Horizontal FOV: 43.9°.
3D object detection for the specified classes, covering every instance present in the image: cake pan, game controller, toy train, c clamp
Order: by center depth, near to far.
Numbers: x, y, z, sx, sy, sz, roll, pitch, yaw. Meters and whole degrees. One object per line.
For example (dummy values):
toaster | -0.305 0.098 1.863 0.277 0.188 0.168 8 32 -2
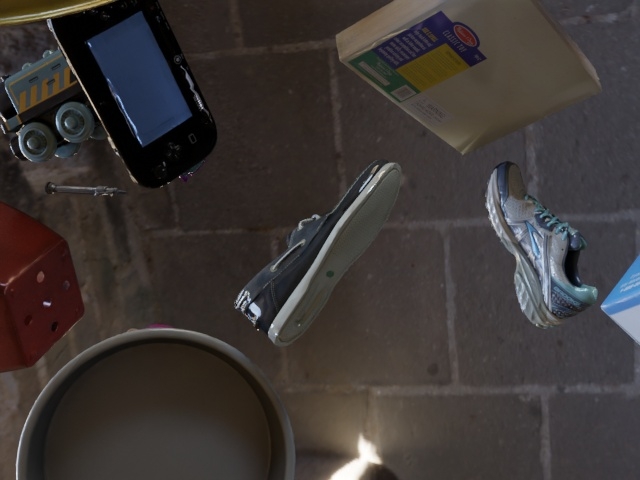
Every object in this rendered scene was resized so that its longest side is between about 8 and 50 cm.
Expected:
cake pan | -0.175 0.240 0.870 0.293 0.054 0.293 0 90 -9
game controller | -0.273 -0.241 1.191 0.166 0.067 0.319 -34 120 -19
c clamp | -0.410 -0.089 1.371 0.160 0.137 0.022 4 94 20
toy train | -0.470 -0.279 1.512 0.333 0.142 0.190 -24 95 17

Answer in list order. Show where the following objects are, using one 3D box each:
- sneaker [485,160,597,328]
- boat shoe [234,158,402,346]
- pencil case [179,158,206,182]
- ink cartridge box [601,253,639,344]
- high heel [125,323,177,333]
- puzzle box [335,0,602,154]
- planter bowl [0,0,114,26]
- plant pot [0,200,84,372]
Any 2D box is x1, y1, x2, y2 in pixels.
sneaker | 0.369 -0.007 1.295 0.122 0.110 0.283 -27 77 39
boat shoe | 0.000 0.000 0.851 0.079 0.084 0.233 36 85 29
pencil case | -0.274 -0.176 1.392 0.151 0.064 0.070 43 115 6
ink cartridge box | 0.398 -0.036 0.617 0.129 0.223 0.307 43 69 4
high heel | -0.313 0.240 1.275 0.082 0.117 0.244 30 97 25
puzzle box | 0.249 -0.279 1.257 0.272 0.409 0.052 -23 62 30
planter bowl | -0.179 -0.197 0.411 0.217 0.217 0.090 10 132 9
plant pot | -0.603 0.095 1.484 0.235 0.267 0.268 8 123 19
